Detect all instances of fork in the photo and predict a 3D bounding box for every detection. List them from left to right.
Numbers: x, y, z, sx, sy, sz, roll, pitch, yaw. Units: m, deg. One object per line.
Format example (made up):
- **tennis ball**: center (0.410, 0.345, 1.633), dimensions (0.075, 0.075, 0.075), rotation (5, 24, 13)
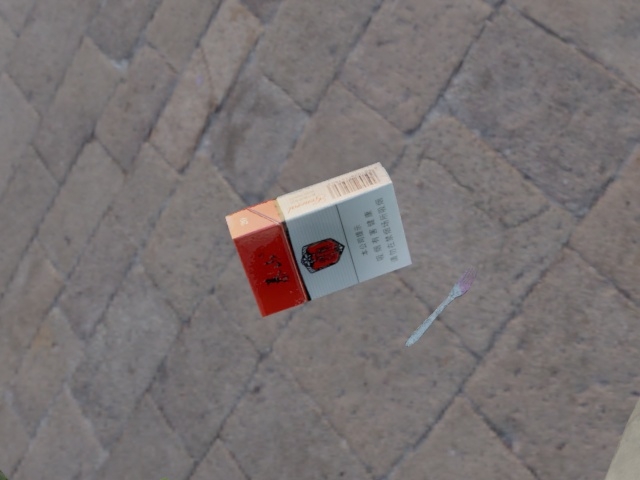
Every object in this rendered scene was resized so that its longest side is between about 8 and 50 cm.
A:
- **fork**: center (0.132, 0.075, 1.109), dimensions (0.016, 0.012, 0.115), rotation (42, 97, -2)

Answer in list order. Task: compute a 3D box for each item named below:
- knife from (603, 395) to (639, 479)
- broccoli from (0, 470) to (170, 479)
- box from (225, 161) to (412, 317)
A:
- **knife**: center (0.112, 0.115, 0.375), dimensions (0.017, 0.298, 0.047), rotation (39, 133, -2)
- **broccoli**: center (-0.193, 0.130, 0.428), dimensions (0.297, 0.297, 0.298), rotation (-17, 66, 44)
- **box**: center (0.000, 0.000, 0.931), dimensions (0.152, 0.100, 0.048), rotation (-21, 36, -5)
